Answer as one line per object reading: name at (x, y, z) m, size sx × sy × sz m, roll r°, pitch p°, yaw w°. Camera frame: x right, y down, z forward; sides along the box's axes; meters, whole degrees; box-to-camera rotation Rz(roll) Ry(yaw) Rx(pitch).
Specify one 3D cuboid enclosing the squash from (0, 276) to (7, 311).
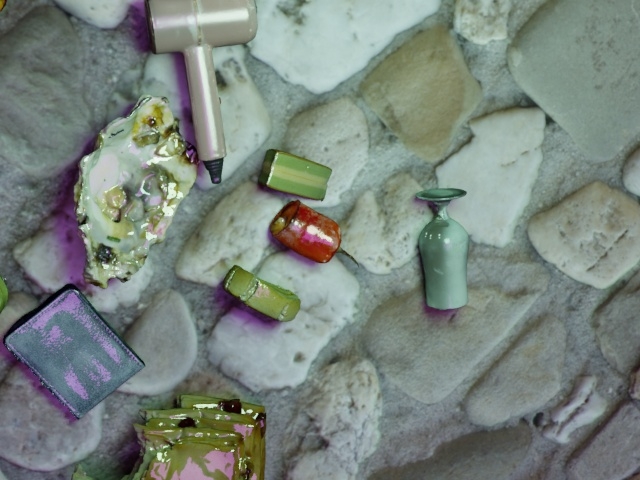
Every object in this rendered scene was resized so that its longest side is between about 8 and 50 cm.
squash at (-0.613, 0.115, 1.461) m, size 0.123 × 0.187 × 0.123 m, roll -2°, pitch 103°, yaw -8°

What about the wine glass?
wine glass at (0.246, 0.017, 1.706) m, size 0.103 × 0.103 × 0.231 m, roll -8°, pitch 106°, yaw -13°

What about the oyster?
oyster at (-0.354, -0.090, 1.542) m, size 0.201 × 0.107 × 0.354 m, roll 33°, pitch 78°, yaw -37°

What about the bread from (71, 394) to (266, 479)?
bread at (-0.278, 0.464, 1.605) m, size 0.370 × 0.191 × 0.314 m, roll 1°, pitch 100°, yaw -13°

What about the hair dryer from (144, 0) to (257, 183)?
hair dryer at (-0.196, -0.274, 1.535) m, size 0.189 × 0.107 × 0.344 m, roll -10°, pitch 102°, yaw -15°

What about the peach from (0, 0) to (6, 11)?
peach at (-0.574, -0.415, 1.440) m, size 0.083 × 0.050 × 0.077 m, roll -17°, pitch 127°, yaw -2°

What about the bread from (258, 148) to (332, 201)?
bread at (-0.038, -0.119, 1.616) m, size 0.139 × 0.084 × 0.074 m, roll 17°, pitch 94°, yaw -17°

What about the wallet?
wallet at (-0.457, 0.204, 1.593) m, size 0.167 × 0.036 × 0.222 m, roll -40°, pitch 109°, yaw -5°

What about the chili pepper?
chili pepper at (0.000, 0.000, 1.650) m, size 0.192 × 0.084 × 0.086 m, roll 33°, pitch 123°, yaw -15°

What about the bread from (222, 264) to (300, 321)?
bread at (-0.110, 0.104, 1.619) m, size 0.156 × 0.117 × 0.064 m, roll 29°, pitch 90°, yaw -17°
